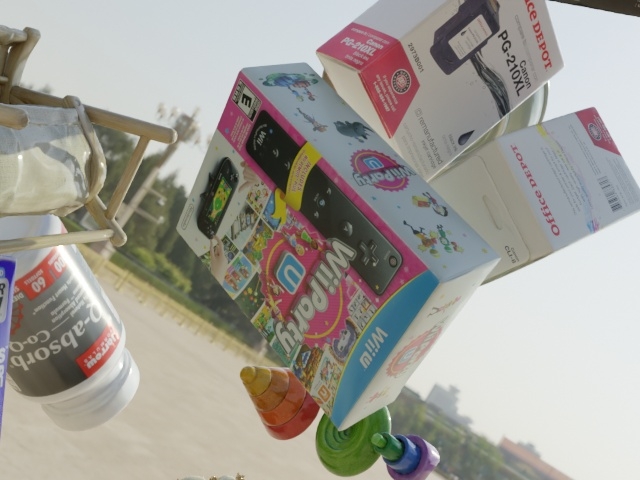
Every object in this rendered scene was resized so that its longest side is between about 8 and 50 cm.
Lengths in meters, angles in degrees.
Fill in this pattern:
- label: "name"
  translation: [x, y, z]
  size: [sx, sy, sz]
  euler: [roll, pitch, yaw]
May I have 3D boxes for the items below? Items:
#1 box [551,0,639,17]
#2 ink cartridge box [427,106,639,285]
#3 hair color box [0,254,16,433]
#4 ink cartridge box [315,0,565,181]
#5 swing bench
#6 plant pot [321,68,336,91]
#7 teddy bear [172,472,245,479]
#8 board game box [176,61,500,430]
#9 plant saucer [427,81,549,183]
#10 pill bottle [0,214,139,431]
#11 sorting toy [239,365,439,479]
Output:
- label: "box"
  translation: [0.201, -0.304, 0.672]
  size: [0.247, 0.142, 0.163]
  euler: [14, -37, 9]
- label: "ink cartridge box"
  translation: [0.227, -0.046, 0.859]
  size: [0.127, 0.176, 0.128]
  euler: [-35, -103, 53]
- label: "hair color box"
  translation: [-0.355, 0.171, 0.620]
  size: [0.185, 0.338, 0.110]
  euler: [5, 0, 16]
- label: "ink cartridge box"
  translation: [0.140, -0.204, 0.899]
  size: [0.100, 0.237, 0.172]
  euler: [40, -14, 50]
- label: "swing bench"
  translation: [-0.337, -0.116, 0.836]
  size: [0.255, 0.165, 0.253]
  euler: [35, 17, 17]
- label: "plant pot"
  translation: [0.116, -0.265, 1.220]
  size: [0.236, 0.236, 0.032]
  euler: [26, -20, 39]
- label: "teddy bear"
  translation: [-0.222, 0.494, 1.211]
  size: [0.245, 0.338, 0.113]
  euler: [-22, -62, 28]
- label: "board game box"
  translation: [0.000, 0.000, 0.818]
  size: [0.098, 0.224, 0.303]
  euler: [-17, 55, -44]
- label: "plant saucer"
  translation: [0.240, -0.250, 1.527]
  size: [0.400, 0.400, 0.100]
  euler: [37, 25, -21]
- label: "pill bottle"
  translation: [-0.451, 0.136, 1.331]
  size: [0.210, 0.210, 0.362]
  euler: [25, -34, 44]
- label: "sorting toy"
  translation: [-0.001, 0.248, 1.150]
  size: [0.366, 0.127, 0.126]
  euler: [13, -22, 50]
